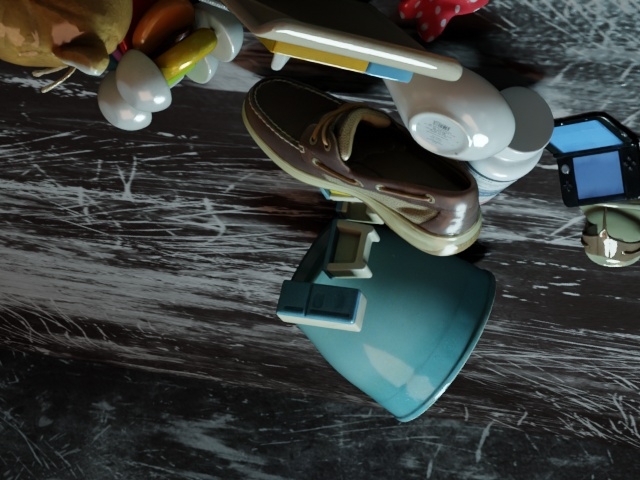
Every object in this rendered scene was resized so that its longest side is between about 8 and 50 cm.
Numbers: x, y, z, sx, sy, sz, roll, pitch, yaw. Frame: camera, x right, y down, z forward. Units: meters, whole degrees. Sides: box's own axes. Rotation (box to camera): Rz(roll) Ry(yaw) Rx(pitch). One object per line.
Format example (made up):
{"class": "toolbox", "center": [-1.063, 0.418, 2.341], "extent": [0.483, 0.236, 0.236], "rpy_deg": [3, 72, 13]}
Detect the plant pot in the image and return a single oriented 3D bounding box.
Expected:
{"class": "plant pot", "center": [0.088, 0.100, 2.206], "extent": [0.255, 0.272, 0.271], "rpy_deg": [32, 159, -10]}

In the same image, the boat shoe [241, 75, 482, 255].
{"class": "boat shoe", "center": [0.047, -0.116, 1.683], "extent": [0.342, 0.123, 0.123], "rpy_deg": [37, 154, 24]}

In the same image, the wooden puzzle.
{"class": "wooden puzzle", "center": [-0.005, -0.211, 1.408], "extent": [0.221, 0.044, 0.238], "rpy_deg": [9, -161, -30]}

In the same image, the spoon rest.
{"class": "spoon rest", "center": [0.087, -0.174, 1.574], "extent": [0.276, 0.084, 0.137], "rpy_deg": [26, 149, 0]}

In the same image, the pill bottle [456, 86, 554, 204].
{"class": "pill bottle", "center": [0.202, -0.114, 1.687], "extent": [0.108, 0.108, 0.180], "rpy_deg": [17, 161, -12]}

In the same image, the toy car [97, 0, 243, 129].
{"class": "toy car", "center": [-0.190, -0.222, 1.625], "extent": [0.136, 0.159, 0.182], "rpy_deg": [52, 154, -6]}

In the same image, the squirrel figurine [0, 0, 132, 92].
{"class": "squirrel figurine", "center": [-0.384, -0.260, 1.422], "extent": [0.370, 0.281, 0.397], "rpy_deg": [5, 164, 5]}

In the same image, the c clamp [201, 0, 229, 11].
{"class": "c clamp", "center": [-0.111, -0.255, 1.487], "extent": [0.160, 0.137, 0.022], "rpy_deg": [15, 119, -22]}

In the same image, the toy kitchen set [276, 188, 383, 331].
{"class": "toy kitchen set", "center": [0.000, 0.000, 2.015], "extent": [0.122, 0.207, 0.166], "rpy_deg": [6, 160, 19]}

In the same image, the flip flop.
{"class": "flip flop", "center": [0.394, -0.004, 1.927], "extent": [0.112, 0.080, 0.277], "rpy_deg": [9, 162, 12]}

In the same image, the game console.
{"class": "game console", "center": [0.319, -0.095, 1.730], "extent": [0.071, 0.107, 0.122], "rpy_deg": [-9, -178, -42]}

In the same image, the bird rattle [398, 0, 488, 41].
{"class": "bird rattle", "center": [0.168, -0.253, 1.276], "extent": [0.206, 0.143, 0.253], "rpy_deg": [-4, 164, 2]}
